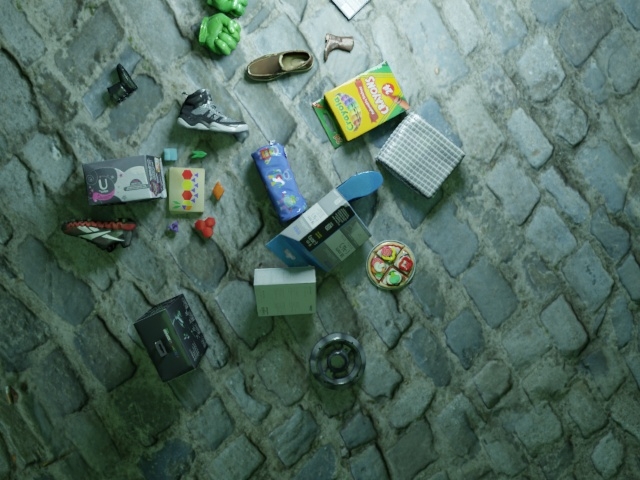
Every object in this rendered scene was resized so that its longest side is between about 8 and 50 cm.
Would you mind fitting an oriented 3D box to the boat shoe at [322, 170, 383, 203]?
[{"bbox_3d":[0.114,-0.200,1.911,0.258,0.089,0.109,-21,95,3],"label":"boat shoe"}]

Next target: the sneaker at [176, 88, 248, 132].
[{"bbox_3d":[-0.399,-0.484,1.848,0.268,0.101,0.153,7,99,-1],"label":"sneaker"}]

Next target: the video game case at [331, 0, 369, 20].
[{"bbox_3d":[0.141,-0.996,1.855,0.274,0.026,0.196,-43,96,2],"label":"video game case"}]

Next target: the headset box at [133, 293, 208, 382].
[{"bbox_3d":[-0.549,0.358,1.845,0.131,0.283,0.247,-24,97,0],"label":"headset box"}]

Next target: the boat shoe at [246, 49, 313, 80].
[{"bbox_3d":[-0.153,-0.664,1.842,0.257,0.095,0.095,-14,97,-1],"label":"boat shoe"}]

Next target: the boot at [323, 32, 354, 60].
[{"bbox_3d":[0.072,-0.727,1.878,0.114,0.037,0.107,7,98,-8],"label":"boot"}]

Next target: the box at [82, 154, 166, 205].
[{"bbox_3d":[-0.722,-0.218,1.827,0.247,0.142,0.164,-6,95,7],"label":"box"}]

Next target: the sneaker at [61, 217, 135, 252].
[{"bbox_3d":[-0.846,-0.020,1.883,0.275,0.097,0.135,1,94,-4],"label":"sneaker"}]

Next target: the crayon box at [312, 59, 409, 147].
[{"bbox_3d":[0.151,-0.512,1.880,0.318,0.081,0.202,-29,97,1],"label":"crayon box"}]

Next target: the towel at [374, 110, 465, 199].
[{"bbox_3d":[0.385,-0.321,1.891,0.283,0.121,0.235,36,94,-6],"label":"towel"}]

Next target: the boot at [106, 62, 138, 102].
[{"bbox_3d":[-0.755,-0.587,1.854,0.099,0.045,0.121,-32,98,4],"label":"boot"}]

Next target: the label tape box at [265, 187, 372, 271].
[{"bbox_3d":[0.000,0.000,1.854,0.333,0.106,0.241,-40,136,3],"label":"label tape box"}]

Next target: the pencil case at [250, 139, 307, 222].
[{"bbox_3d":[-0.150,-0.223,1.880,0.133,0.119,0.306,-23,97,-8],"label":"pencil case"}]

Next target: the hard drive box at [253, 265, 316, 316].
[{"bbox_3d":[-0.132,0.197,1.900,0.231,0.089,0.181,-2,131,-2],"label":"hard drive box"}]

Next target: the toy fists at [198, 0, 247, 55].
[{"bbox_3d":[-0.352,-0.828,1.817,0.142,0.096,0.280,12,94,-5],"label":"toy fists"}]

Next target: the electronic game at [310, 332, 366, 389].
[{"bbox_3d":[0.071,0.489,2.002,0.229,0.048,0.230,0,89,-5],"label":"electronic game"}]

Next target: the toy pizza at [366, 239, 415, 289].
[{"bbox_3d":[0.283,0.099,1.976,0.201,0.032,0.202,0,96,-3],"label":"toy pizza"}]

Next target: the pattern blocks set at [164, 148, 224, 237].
[{"bbox_3d":[-0.517,-0.189,1.913,0.285,0.026,0.325,10,96,-3],"label":"pattern blocks set"}]
